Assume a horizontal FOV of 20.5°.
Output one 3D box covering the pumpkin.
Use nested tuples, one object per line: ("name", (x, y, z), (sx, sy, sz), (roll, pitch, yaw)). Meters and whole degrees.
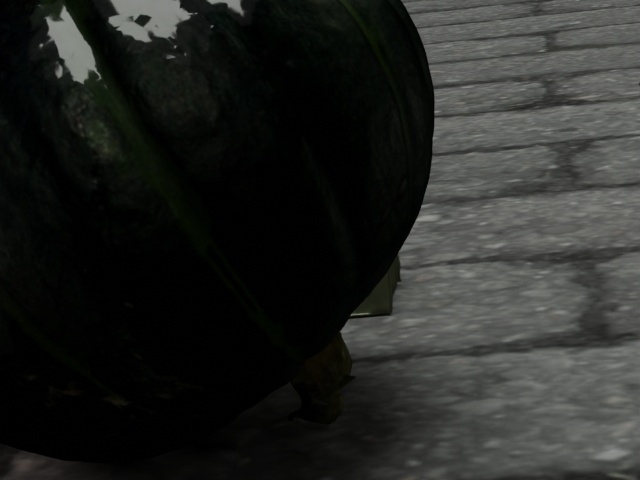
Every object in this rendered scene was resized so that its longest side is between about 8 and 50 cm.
("pumpkin", (-0.058, -0.013, 0.707), (0.250, 0.216, 0.250), (-39, 10, 9))

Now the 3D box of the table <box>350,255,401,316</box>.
("table", (0.000, 0.000, 0.912), (0.079, 0.062, 0.083), (-4, 13, 9))
